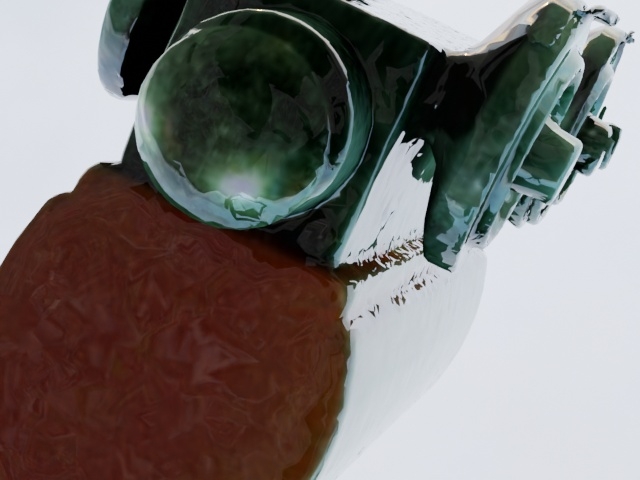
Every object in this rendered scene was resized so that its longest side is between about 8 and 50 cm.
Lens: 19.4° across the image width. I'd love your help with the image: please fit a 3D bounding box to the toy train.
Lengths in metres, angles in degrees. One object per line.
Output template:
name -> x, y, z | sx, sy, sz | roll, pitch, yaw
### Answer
toy train -> 0.000, 0.000, 0.500 | 0.116, 0.285, 0.177 | 27, -81, 8
